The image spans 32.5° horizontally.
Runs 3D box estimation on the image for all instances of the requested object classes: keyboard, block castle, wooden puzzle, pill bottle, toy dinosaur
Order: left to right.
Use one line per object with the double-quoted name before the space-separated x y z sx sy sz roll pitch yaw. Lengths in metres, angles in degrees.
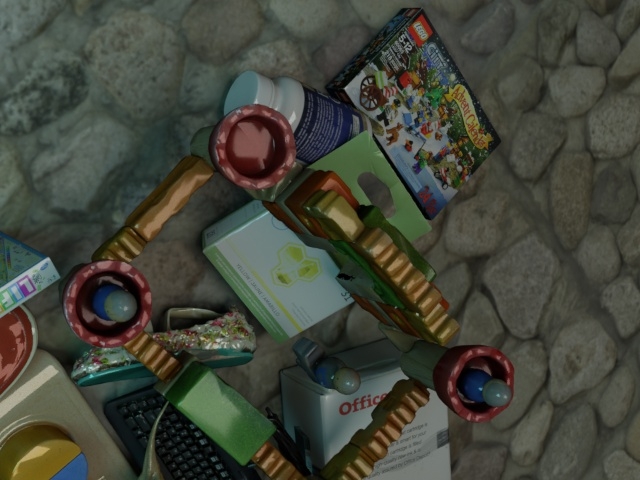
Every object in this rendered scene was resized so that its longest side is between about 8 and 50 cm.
"wooden puzzle" -0.339 0.344 1.209 0.322 0.080 0.348 -39 118 -21
"toy dinosaur" -0.195 0.280 1.258 0.053 0.093 0.183 0 116 6
"keyboard" -0.104 0.284 1.322 0.201 0.033 0.317 -23 117 11
"pill bottle" -0.028 -0.140 1.312 0.169 0.094 0.094 21 87 -36
"block castle" -0.024 0.104 1.160 0.453 0.213 0.303 46 77 -18

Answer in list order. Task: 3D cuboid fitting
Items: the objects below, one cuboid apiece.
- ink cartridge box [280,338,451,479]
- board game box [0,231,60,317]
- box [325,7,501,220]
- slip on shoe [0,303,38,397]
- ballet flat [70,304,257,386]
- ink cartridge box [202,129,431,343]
"ink cartridge box" 0.064 0.284 1.449 0.197 0.114 0.273 -13 108 -31
"board game box" -0.337 0.040 1.103 0.103 0.154 0.026 -36 118 -23
"box" 0.127 -0.164 1.443 0.159 0.044 0.233 -47 121 -17
"slip on shoe" -0.426 0.161 1.089 0.331 0.101 0.123 -30 98 -26
"ballet flat" -0.184 0.119 1.280 0.241 0.091 0.077 -3 69 -38
"ink cartridge box" 0.000 0.000 1.320 0.235 0.056 0.171 -30 119 11
